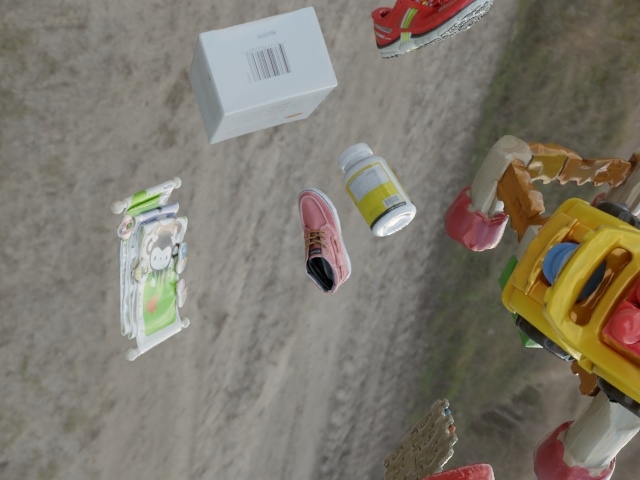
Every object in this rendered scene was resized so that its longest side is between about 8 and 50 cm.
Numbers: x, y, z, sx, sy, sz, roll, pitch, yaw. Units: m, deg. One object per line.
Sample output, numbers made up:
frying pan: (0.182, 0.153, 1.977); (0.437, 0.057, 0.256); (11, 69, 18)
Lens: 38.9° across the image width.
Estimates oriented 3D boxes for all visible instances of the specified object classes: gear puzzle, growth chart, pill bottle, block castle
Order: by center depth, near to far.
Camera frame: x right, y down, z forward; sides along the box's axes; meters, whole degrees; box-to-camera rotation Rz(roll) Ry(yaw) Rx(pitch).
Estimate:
block castle: (0.358, 0.091, 1.134); (0.303, 0.453, 0.213); (1, 137, -17)
growth chart: (-0.213, 0.034, 1.163); (0.172, 0.021, 0.237); (-44, 140, -59)
gear puzzle: (0.172, 0.376, 1.464); (0.175, 0.044, 0.339); (-50, -176, 9)
pill bottle: (0.111, -0.107, 1.865); (0.103, 0.184, 0.103); (-26, 159, -11)

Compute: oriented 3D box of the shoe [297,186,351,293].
shoe: (0.000, 0.000, 1.533); (0.178, 0.063, 0.081); (70, 23, -13)

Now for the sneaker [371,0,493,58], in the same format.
sneaker: (0.177, -0.399, 1.578); (0.107, 0.279, 0.118); (-28, 101, -34)

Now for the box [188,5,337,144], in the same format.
box: (-0.071, -0.181, 1.019); (0.130, 0.091, 0.170); (-18, 180, -13)

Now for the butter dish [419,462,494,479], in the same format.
butter dish: (0.155, 0.385, 1.208); (0.160, 0.118, 0.160); (0, 82, -42)

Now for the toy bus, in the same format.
toy bus: (0.251, 0.055, 0.745); (0.149, 0.220, 0.211); (-57, 155, 7)
